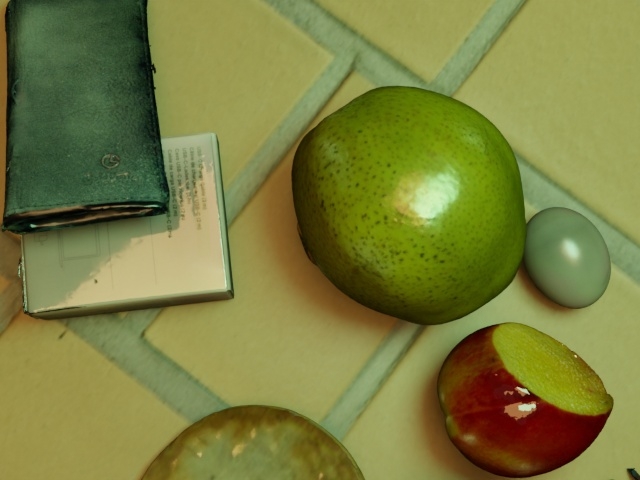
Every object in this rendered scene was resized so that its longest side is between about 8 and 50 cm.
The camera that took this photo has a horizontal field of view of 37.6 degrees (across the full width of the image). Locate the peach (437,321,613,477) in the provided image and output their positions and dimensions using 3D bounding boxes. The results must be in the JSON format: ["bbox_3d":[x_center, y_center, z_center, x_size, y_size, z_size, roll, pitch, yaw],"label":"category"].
[{"bbox_3d":[0.242,0.187,1.124,0.192,0.190,0.190,-23,83,13],"label":"peach"}]

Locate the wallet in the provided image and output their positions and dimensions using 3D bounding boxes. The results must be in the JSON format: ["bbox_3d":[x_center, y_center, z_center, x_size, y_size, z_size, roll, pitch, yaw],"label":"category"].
[{"bbox_3d":[-0.294,-0.178,1.152,0.191,0.046,0.378,-9,56,-6],"label":"wallet"}]

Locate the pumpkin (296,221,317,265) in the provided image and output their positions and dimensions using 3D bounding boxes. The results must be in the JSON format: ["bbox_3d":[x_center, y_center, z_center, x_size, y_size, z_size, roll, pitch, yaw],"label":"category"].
[{"bbox_3d":[-0.001,0.001,1.220,0.050,0.028,0.083,-19,80,-17],"label":"pumpkin"}]

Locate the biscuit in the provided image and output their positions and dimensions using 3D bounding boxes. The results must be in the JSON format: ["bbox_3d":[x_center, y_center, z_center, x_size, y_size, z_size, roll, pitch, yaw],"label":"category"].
[{"bbox_3d":[-0.057,0.307,1.125,0.309,0.040,0.204,26,78,22],"label":"biscuit"}]

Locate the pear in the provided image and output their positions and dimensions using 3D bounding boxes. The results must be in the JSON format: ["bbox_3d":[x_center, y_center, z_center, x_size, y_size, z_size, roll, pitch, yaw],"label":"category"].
[{"bbox_3d":[0.104,-0.048,1.109,0.294,0.294,0.294,0,81,-3],"label":"pear"}]

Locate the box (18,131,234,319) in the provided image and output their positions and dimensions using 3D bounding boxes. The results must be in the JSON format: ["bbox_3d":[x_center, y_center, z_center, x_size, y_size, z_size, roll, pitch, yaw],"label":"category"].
[{"bbox_3d":[-0.242,-0.016,1.172,0.252,0.106,0.203,-7,79,-3],"label":"box"}]

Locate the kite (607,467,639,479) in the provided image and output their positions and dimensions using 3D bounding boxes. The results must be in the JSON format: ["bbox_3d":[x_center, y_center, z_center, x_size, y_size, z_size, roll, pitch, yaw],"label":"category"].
[{"bbox_3d":[0.400,0.388,1.105,0.152,0.015,0.285,-17,45,-11],"label":"kite"}]

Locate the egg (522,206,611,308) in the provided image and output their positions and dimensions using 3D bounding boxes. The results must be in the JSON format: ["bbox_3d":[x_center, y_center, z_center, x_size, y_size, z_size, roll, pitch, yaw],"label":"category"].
[{"bbox_3d":[0.312,0.022,1.194,0.103,0.103,0.135,-27,86,-6],"label":"egg"}]
